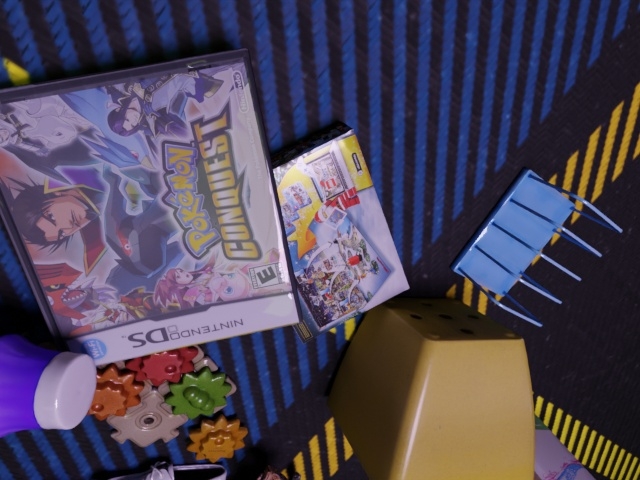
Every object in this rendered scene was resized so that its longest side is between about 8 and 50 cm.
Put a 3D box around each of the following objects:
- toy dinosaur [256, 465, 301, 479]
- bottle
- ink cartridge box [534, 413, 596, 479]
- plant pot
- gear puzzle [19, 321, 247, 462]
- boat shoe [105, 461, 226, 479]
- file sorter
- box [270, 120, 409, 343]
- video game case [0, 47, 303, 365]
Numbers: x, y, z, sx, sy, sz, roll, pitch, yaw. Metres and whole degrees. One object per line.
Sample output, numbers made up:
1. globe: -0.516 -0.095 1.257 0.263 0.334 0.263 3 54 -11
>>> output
1. toy dinosaur: -0.100 0.483 0.671 0.218 0.164 0.322 -35 124 -41
2. bottle: -0.361 0.129 0.396 0.283 0.092 0.118 3 111 0
3. ink cartridge box: 0.362 0.457 0.737 0.117 0.278 0.201 13 111 -24
4. plant pot: 0.152 0.188 0.584 0.212 0.212 0.187 5 102 -20
5. gear puzzle: -0.212 0.206 0.555 0.175 0.044 0.339 -31 121 -1
6. boat shoe: -0.223 0.348 0.617 0.184 0.066 0.063 16 96 -22
7. file sorter: 0.292 0.014 0.588 0.118 0.104 0.170 25 106 -28
8. box: 0.000 0.000 0.519 0.159 0.044 0.233 -26 121 -3
9. video game case: -0.162 -0.018 0.418 0.248 0.035 0.275 -11 109 -3
